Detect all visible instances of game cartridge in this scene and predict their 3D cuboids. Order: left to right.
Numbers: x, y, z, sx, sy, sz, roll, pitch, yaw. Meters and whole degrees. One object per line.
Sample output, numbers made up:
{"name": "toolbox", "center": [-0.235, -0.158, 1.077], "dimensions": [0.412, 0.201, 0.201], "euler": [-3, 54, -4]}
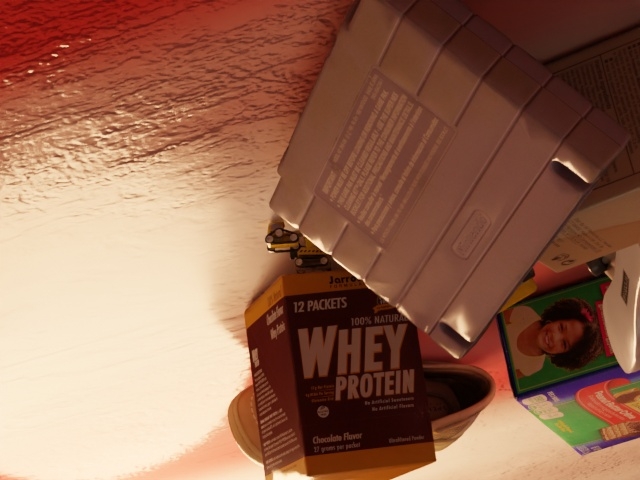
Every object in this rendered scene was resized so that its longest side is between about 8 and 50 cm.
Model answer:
{"name": "game cartridge", "center": [0.088, -0.058, 1.569], "dimensions": [0.068, 0.230, 0.355], "euler": [-43, 171, -28]}

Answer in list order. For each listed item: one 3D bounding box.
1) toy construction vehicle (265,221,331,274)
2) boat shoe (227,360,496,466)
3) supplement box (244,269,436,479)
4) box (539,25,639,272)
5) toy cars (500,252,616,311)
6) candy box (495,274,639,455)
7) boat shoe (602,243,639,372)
{"name": "toy construction vehicle", "center": [0.000, 0.000, 1.867], "dimensions": [0.098, 0.035, 0.086], "euler": [-5, 156, 5]}
{"name": "boat shoe", "center": [0.049, 0.179, 2.194], "dimensions": [0.341, 0.121, 0.110], "euler": [-4, 152, -41]}
{"name": "supplement box", "center": [0.015, 0.140, 1.937], "dimensions": [0.129, 0.194, 0.191], "euler": [-5, 169, -14]}
{"name": "box", "center": [0.301, -0.100, 1.638], "dimensions": [0.311, 0.148, 0.121], "euler": [-20, 155, 22]}
{"name": "toy cars", "center": [0.218, 0.000, 1.900], "dimensions": [0.394, 0.087, 0.176], "euler": [-4, 144, -27]}
{"name": "candy box", "center": [0.389, 0.117, 2.184], "dimensions": [0.317, 0.122, 0.268], "euler": [-20, 154, 16]}
{"name": "boat shoe", "center": [0.322, 0.045, 1.883], "dimensions": [0.076, 0.080, 0.228], "euler": [-15, 140, -9]}
